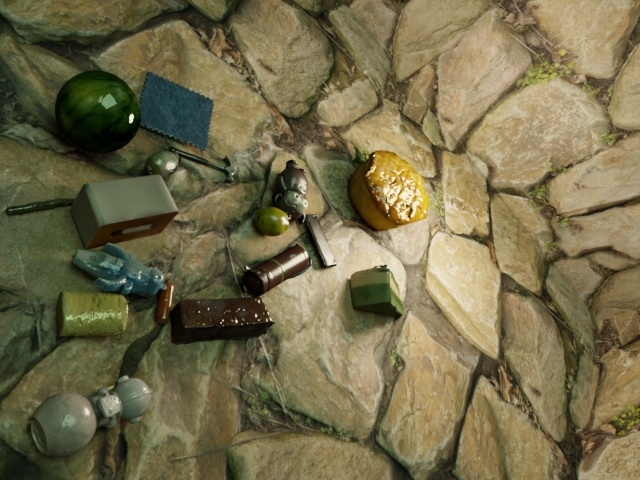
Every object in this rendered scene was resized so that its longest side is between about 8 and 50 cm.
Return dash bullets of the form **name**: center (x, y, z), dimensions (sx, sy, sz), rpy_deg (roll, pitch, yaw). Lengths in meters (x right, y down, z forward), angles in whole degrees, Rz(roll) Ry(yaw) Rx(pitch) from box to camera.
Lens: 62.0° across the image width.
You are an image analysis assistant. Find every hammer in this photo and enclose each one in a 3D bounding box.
- **hammer**: center (-0.423, -0.291, 1.916), dimensions (0.246, 0.029, 0.103), rpy_deg (19, 54, -31)

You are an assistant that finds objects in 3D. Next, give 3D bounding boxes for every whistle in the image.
- **whistle**: center (-0.564, 0.090, 1.511), dimensions (0.269, 0.093, 0.180), rpy_deg (26, 26, -28)

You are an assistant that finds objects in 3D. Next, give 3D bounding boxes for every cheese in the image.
- **cheese**: center (-0.603, 0.194, 1.411), dimensions (0.167, 0.093, 0.123), rpy_deg (9, 62, -38)

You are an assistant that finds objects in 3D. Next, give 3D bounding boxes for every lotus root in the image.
- **lotus root**: center (-0.518, -0.255, 1.774), dimensions (0.088, 0.088, 0.165), rpy_deg (53, 33, -3)

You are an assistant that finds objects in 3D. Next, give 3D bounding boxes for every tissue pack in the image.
- **tissue pack**: center (-0.575, -0.088, 1.564), dimensions (0.246, 0.159, 0.136), rpy_deg (-17, 76, -45)

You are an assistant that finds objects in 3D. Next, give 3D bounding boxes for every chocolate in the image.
- **chocolate**: center (-0.302, 0.240, 1.652), dimensions (0.321, 0.112, 0.112), rpy_deg (3, 54, -39)

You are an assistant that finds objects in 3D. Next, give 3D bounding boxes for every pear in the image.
- **pear**: center (-0.178, -0.068, 1.945), dimensions (0.131, 0.107, 0.107), rpy_deg (2, 63, -25)

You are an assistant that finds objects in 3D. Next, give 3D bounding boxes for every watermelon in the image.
- **watermelon**: center (-0.667, -0.385, 1.605), dimensions (0.242, 0.242, 0.243), rpy_deg (22, 53, -31)

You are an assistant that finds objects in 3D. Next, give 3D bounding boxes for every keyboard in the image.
- **keyboard**: center (0.000, 0.000, 2.108), dimensions (0.093, 0.025, 0.230), rpy_deg (-2, 66, -55)

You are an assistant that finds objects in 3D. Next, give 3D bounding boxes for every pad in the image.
- **pad**: center (-0.522, -0.470, 1.932), dimensions (0.268, 0.012, 0.270), rpy_deg (18, 54, -28)

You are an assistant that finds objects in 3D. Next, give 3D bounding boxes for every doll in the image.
- **doll**: center (-0.541, 0.416, 1.302), dimensions (0.287, 0.151, 0.151), rpy_deg (-12, 73, -48)
- **doll**: center (-0.108, -0.186, 2.065), dimensions (0.182, 0.117, 0.257), rpy_deg (39, 40, -36)

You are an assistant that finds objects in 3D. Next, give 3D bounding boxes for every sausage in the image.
- **sausage**: center (-0.462, 0.182, 1.582), dimensions (0.039, 0.041, 0.131), rpy_deg (7, 58, -14)

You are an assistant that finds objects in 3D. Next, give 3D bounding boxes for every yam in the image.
- **yam**: center (-0.760, -0.103, 1.505), dimensions (0.234, 0.029, 0.027), rpy_deg (-16, 104, -47)

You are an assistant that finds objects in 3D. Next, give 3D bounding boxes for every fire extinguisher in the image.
- **fire extinguisher**: center (-0.145, 0.089, 1.879), dimensions (0.141, 0.105, 0.341), rpy_deg (33, 32, 18)

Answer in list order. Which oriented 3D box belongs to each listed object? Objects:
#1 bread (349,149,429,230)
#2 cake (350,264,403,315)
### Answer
- **bread**: center (0.304, -0.222, 2.386), dimensions (0.398, 0.215, 0.399), rpy_deg (20, 54, -31)
- **cake**: center (0.233, 0.223, 2.170), dimensions (0.283, 0.172, 0.158), rpy_deg (47, 38, -61)
